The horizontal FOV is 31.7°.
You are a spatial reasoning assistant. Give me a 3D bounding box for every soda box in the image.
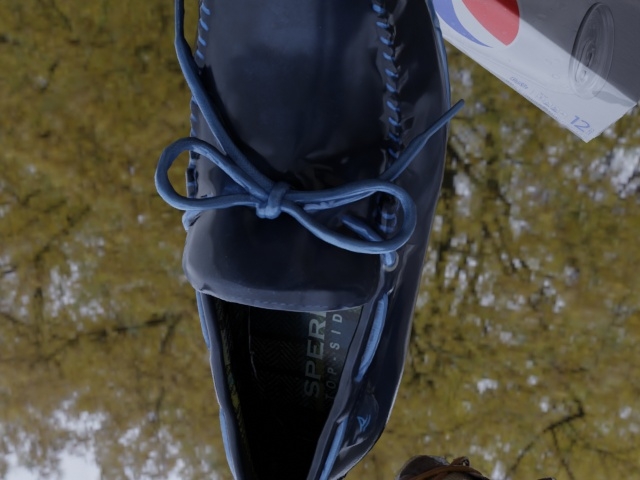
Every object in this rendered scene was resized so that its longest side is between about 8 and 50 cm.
[{"bbox_3d":[0.142,-0.208,0.903,0.286,0.091,0.098,37,-110,-1],"label":"soda box"}]

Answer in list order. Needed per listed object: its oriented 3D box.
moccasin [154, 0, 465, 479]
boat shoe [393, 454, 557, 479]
[{"bbox_3d":[0.000,0.000,0.543,0.138,0.341,0.117,5,-145,19],"label":"moccasin"},{"bbox_3d":[0.101,0.253,1.014,0.123,0.342,0.123,-8,-111,-28],"label":"boat shoe"}]
